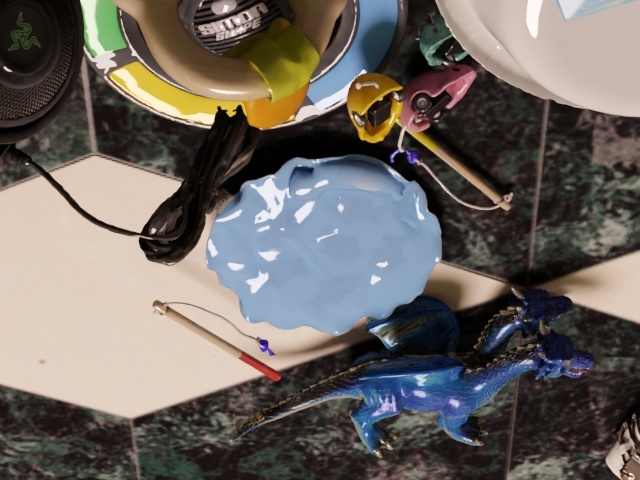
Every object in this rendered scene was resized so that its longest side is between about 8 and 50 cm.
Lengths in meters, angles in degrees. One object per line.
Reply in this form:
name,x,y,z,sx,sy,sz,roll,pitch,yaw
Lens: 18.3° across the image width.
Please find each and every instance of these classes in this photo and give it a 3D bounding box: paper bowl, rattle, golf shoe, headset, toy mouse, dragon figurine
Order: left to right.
headset,-0.224,-0.130,1.272,0.394,0.185,0.243,41,153,-15
rattle,-0.088,-0.164,1.277,0.200,0.143,0.130,25,95,-2
dragon figurine,0.071,0.100,1.604,0.289,0.085,0.144,0,139,-2
toy mouse,0.076,-0.120,1.372,0.143,0.031,0.161,-36,159,-11
paper bowl,0.206,-0.190,1.234,0.284,0.148,0.284,0,140,0
golf shoe,0.287,0.176,1.704,0.094,0.077,0.198,-13,136,13

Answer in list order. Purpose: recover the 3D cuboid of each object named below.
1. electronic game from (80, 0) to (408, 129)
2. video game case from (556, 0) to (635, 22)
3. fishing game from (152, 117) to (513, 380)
electronic game,-0.055,-0.157,1.336,0.229,0.048,0.229,0,139,0
video game case,0.201,-0.259,1.015,0.244,0.061,0.269,-15,131,16
fishing game,0.000,0.000,1.525,0.189,0.041,0.264,32,121,-32
